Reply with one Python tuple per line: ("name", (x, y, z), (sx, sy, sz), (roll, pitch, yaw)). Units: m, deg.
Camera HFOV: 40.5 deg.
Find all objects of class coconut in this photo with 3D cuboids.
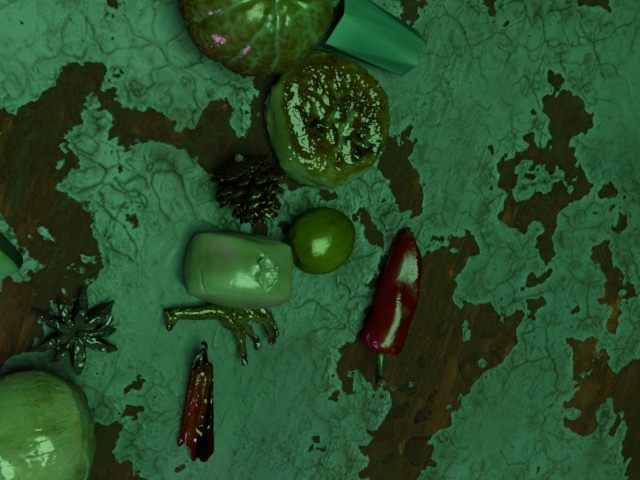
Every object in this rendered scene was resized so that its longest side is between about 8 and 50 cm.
("coconut", (-0.582, 0.402, 1.745), (0.254, 0.297, 0.297), (1, 101, -38))

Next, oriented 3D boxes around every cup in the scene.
("cup", (0.108, -0.451, 1.920), (0.235, 0.134, 0.148), (21, 125, -30))

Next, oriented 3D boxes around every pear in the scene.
("pear", (0.000, 0.000, 1.967), (0.162, 0.148, 0.149), (-29, 111, -28))

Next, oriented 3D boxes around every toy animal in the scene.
("toy animal", (-0.216, 0.183, 1.968), (0.275, 0.054, 0.149), (28, 95, -26))

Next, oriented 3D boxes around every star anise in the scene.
("star anise", (-0.522, 0.199, 1.844), (0.182, 0.065, 0.195), (-8, 108, -19))

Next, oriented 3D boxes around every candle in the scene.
("candle", (-0.272, 0.369, 1.976), (0.084, 0.059, 0.302), (2, 108, -20))

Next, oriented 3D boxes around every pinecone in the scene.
("pinecone", (-0.150, -0.110, 1.875), (0.173, 0.173, 0.174), (-5, 103, -21))

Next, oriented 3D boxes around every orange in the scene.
("orange", (-0.125, -0.496, 1.752), (0.329, 0.249, 0.330), (-3, 96, -27))

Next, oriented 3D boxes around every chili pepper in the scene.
("chili pepper", (0.176, 0.158, 2.095), (0.110, 0.110, 0.388), (15, 90, -24))

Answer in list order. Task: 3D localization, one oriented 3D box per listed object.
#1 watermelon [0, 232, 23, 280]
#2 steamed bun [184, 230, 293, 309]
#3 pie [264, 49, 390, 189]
("watermelon", (-0.753, 0.030, 1.690), (0.310, 0.193, 0.232), (32, 69, -37))
("steamed bun", (-0.172, 0.064, 1.888), (0.238, 0.152, 0.170), (7, 84, -16))
("pie", (0.023, -0.268, 1.947), (0.315, 0.092, 0.315), (-4, 101, -21))
